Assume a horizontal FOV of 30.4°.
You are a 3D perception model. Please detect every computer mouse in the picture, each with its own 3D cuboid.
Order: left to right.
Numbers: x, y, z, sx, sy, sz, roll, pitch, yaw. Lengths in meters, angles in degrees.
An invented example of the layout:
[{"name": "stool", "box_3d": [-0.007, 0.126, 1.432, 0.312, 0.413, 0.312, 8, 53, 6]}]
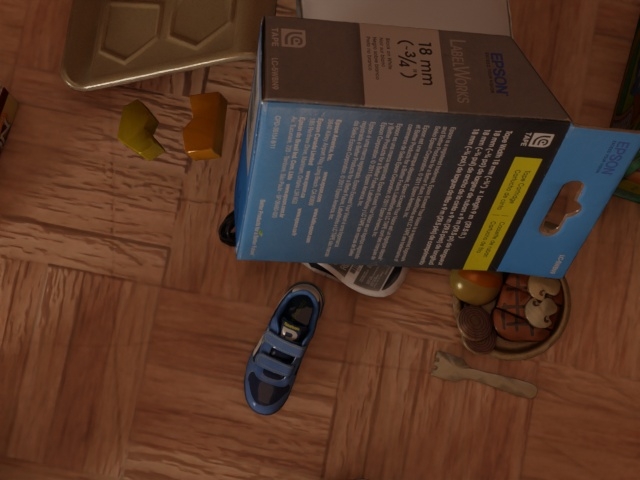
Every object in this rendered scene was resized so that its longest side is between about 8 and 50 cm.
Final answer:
[{"name": "computer mouse", "box_3d": [0.000, 0.000, 1.214, 0.193, 0.042, 0.106, 30, 78, 7]}]

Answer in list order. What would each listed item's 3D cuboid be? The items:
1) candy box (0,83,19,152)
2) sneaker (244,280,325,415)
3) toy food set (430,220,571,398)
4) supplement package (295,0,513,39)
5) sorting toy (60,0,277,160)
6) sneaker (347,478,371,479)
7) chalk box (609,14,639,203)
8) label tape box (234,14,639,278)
[{"name": "candy box", "box_3d": [-0.488, -0.112, 1.182, 0.316, 0.087, 0.183, 18, 82, 0]}, {"name": "sneaker", "box_3d": [-0.038, 0.106, 1.188, 0.053, 0.059, 0.144, 21, 83, -2]}, {"name": "toy food set", "box_3d": [0.195, 0.061, 1.214, 0.132, 0.038, 0.192, 15, 82, -1]}, {"name": "supplement package", "box_3d": [0.076, -0.256, 1.198, 0.204, 0.145, 0.262, -4, 82, -3]}, {"name": "sorting toy", "box_3d": [-0.148, -0.211, 1.173, 0.229, 0.041, 0.307, -5, 66, 23]}, {"name": "sneaker", "box_3d": [0.054, 0.365, 1.109, 0.152, 0.114, 0.305, -22, 68, -11]}, {"name": "chalk box", "box_3d": [0.393, -0.114, 1.176, 0.179, 0.180, 0.289, 18, 81, 0]}, {"name": "label tape box", "box_3d": [0.096, -0.077, 1.098, 0.333, 0.240, 0.106, 3, 56, -9]}]
